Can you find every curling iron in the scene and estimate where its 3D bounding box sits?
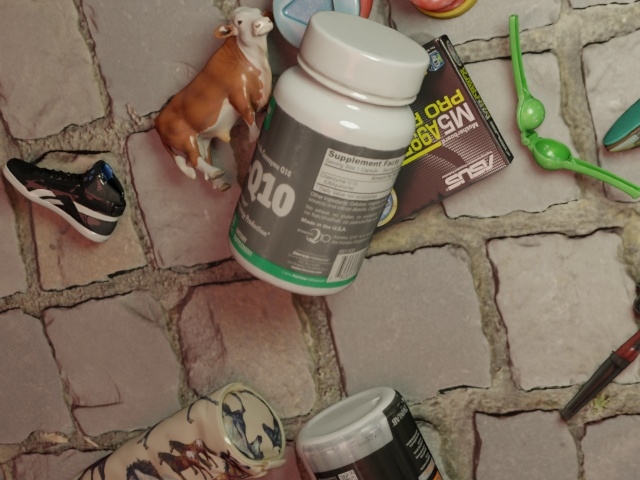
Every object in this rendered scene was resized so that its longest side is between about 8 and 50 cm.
[{"bbox_3d":[0.448,0.164,1.502,0.068,0.035,0.274,34,112,11],"label":"curling iron"}]

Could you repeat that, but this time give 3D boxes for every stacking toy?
[{"bbox_3d":[0.053,-0.420,1.413,0.308,0.130,0.280,-15,101,21],"label":"stacking toy"}]

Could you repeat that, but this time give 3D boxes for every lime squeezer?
[{"bbox_3d":[0.326,-0.167,1.419,0.310,0.058,0.110,55,154,0],"label":"lime squeezer"}]

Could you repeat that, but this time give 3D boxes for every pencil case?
[{"bbox_3d":[-0.250,0.404,1.728,0.410,0.160,0.184,-34,76,23],"label":"pencil case"}]

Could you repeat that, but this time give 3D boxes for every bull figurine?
[{"bbox_3d":[-0.139,-0.213,1.530,0.310,0.101,0.189,-38,74,39],"label":"bull figurine"}]

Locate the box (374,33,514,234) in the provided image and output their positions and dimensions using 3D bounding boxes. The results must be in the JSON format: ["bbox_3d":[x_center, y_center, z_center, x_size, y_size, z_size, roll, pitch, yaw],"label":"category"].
[{"bbox_3d":[0.122,-0.151,1.505,0.270,0.060,0.216,-27,95,23],"label":"box"}]

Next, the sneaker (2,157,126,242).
[{"bbox_3d":[-0.424,-0.105,1.694,0.216,0.079,0.121,35,110,-3],"label":"sneaker"}]

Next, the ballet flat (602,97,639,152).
[{"bbox_3d":[0.489,-0.195,1.372,0.079,0.077,0.222,30,113,-13],"label":"ballet flat"}]

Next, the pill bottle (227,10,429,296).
[{"bbox_3d":[0.011,-0.120,1.397,0.204,0.204,0.361,25,117,10],"label":"pill bottle"}]

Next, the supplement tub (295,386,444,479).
[{"bbox_3d":[0.107,0.413,1.599,0.193,0.193,0.316,-24,96,22],"label":"supplement tub"}]
